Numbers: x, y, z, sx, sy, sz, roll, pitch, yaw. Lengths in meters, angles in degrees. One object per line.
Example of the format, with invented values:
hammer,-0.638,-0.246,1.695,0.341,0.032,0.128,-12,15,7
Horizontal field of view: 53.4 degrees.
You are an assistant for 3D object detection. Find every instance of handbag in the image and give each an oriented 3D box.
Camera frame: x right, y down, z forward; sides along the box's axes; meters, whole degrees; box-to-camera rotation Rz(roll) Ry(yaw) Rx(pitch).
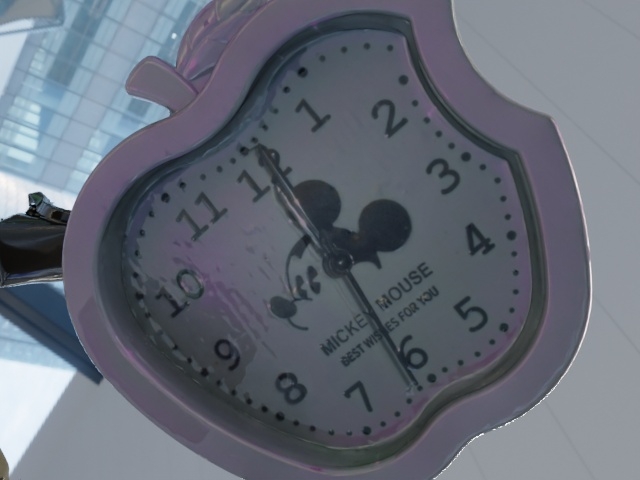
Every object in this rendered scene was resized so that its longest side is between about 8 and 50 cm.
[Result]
handbag,-0.351,-0.017,0.982,0.257,0.285,0.113,-154,-120,-66

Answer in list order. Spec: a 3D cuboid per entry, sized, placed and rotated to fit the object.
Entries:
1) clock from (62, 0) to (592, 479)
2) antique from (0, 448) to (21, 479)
clock,0.000,0.000,0.437,0.338,0.338,0.102,-63,174,9
antique,-0.405,0.180,0.588,0.125,0.284,0.150,-38,178,10
